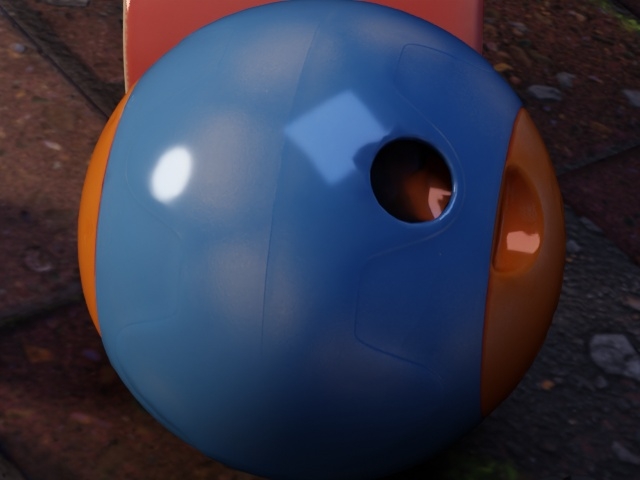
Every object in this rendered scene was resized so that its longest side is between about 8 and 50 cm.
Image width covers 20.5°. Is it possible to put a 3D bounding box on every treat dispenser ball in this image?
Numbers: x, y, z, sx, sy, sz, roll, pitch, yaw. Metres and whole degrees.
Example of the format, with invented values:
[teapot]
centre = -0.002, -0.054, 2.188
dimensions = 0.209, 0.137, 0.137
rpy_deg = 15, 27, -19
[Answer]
[treat dispenser ball]
centre = 0.000, 0.000, 1.050
dimensions = 0.288, 0.288, 0.288
rpy_deg = 7, 39, -6

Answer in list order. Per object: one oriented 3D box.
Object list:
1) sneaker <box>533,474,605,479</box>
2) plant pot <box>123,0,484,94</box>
[sneaker]
centre = 0.074, 0.212, 0.990
dimensions = 0.267, 0.101, 0.106
rpy_deg = -16, 66, -28
[plant pot]
centre = -0.009, -0.152, 1.273
dimensions = 0.243, 0.275, 0.275
rpy_deg = 1, 40, 1
